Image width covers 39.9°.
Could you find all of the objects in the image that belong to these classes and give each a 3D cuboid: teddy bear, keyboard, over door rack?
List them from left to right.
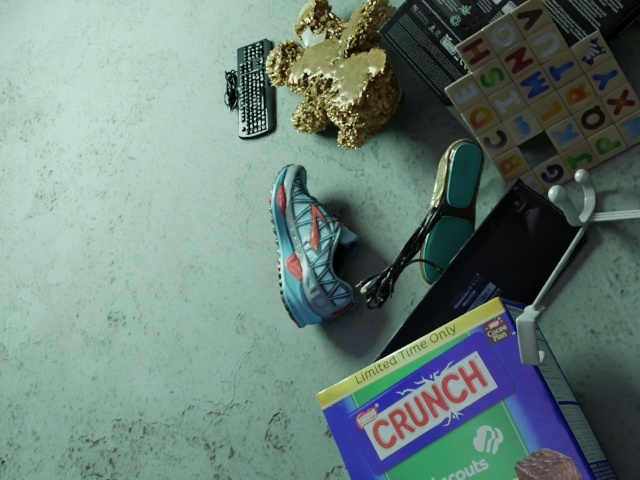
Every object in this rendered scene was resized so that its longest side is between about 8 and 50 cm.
[{"bbox_3d":[-0.132,-0.265,1.539,0.100,0.038,0.192,-18,62,27],"label":"keyboard"},{"bbox_3d":[0.030,-0.267,1.385,0.338,0.113,0.245,23,86,51],"label":"teddy bear"},{"bbox_3d":[0.180,0.055,1.168,0.202,0.033,0.317,38,94,9],"label":"keyboard"},{"bbox_3d":[0.367,-0.002,0.968,0.240,0.108,0.324,-4,33,33],"label":"over door rack"}]

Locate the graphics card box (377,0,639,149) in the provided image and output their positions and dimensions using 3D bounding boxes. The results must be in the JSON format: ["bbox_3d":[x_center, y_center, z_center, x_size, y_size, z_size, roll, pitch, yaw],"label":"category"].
[{"bbox_3d":[0.283,-0.325,1.158,0.232,0.094,0.371,48,114,9],"label":"graphics card box"}]

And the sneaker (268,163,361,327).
[{"bbox_3d":[0.000,0.000,1.324,0.125,0.104,0.261,-13,68,10],"label":"sneaker"}]

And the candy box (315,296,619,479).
[{"bbox_3d":[0.183,0.265,1.037,0.268,0.122,0.317,-32,65,19],"label":"candy box"}]

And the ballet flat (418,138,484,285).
[{"bbox_3d":[0.181,-0.038,1.221,0.073,0.067,0.206,16,92,-6],"label":"ballet flat"}]

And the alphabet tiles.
[{"bbox_3d":[0.285,-0.183,1.132,0.198,0.237,0.009,-30,19,21],"label":"alphabet tiles"}]

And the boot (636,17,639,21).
[{"bbox_3d":[0.358,-0.314,1.221,0.209,0.076,0.189,15,87,28],"label":"boot"}]
